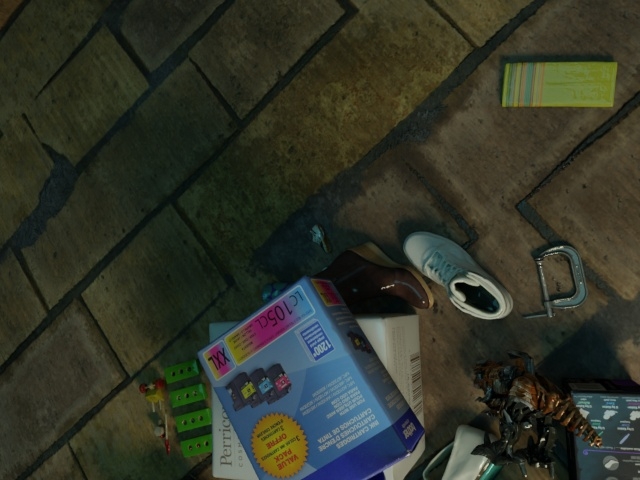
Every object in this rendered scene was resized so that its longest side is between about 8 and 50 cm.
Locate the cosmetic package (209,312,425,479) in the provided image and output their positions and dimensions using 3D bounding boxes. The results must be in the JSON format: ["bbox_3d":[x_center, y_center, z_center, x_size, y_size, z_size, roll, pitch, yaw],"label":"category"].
[{"bbox_3d":[0.006,0.332,1.177,0.393,0.327,0.330,-6,83,22],"label":"cosmetic package"}]

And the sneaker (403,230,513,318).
[{"bbox_3d":[0.297,0.068,1.176,0.292,0.169,0.108,37,100,22],"label":"sneaker"}]

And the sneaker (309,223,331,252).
[{"bbox_3d":[0.000,0.000,1.375,0.037,0.031,0.083,-35,68,29],"label":"sneaker"}]

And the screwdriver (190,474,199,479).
[{"bbox_3d":[-0.290,0.681,1.428,0.169,0.025,0.024,23,94,30],"label":"screwdriver"}]

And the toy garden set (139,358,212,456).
[{"bbox_3d":[-0.392,0.474,1.470,0.203,0.049,0.245,-19,79,17],"label":"toy garden set"}]

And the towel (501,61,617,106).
[{"bbox_3d":[0.541,-0.355,1.204,0.237,0.021,0.102,6,92,21],"label":"towel"}]

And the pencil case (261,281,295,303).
[{"bbox_3d":[-0.072,0.143,1.367,0.151,0.064,0.070,-4,67,21],"label":"pencil case"}]

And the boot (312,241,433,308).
[{"bbox_3d":[0.114,0.120,1.233,0.206,0.090,0.248,-32,55,-26],"label":"boot"}]

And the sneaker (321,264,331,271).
[{"bbox_3d":[0.057,0.100,1.324,0.135,0.058,0.052,28,95,22],"label":"sneaker"}]

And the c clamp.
[{"bbox_3d":[0.515,0.092,1.166,0.137,0.022,0.161,-5,83,21],"label":"c clamp"}]

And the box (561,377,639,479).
[{"bbox_3d":[0.567,0.420,1.035,0.143,0.165,0.271,-4,83,19],"label":"box"}]

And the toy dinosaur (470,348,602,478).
[{"bbox_3d":[0.401,0.336,1.047,0.164,0.322,0.219,12,88,1],"label":"toy dinosaur"}]

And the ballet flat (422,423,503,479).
[{"bbox_3d":[0.267,0.589,1.171,0.139,0.139,0.401,31,92,21],"label":"ballet flat"}]

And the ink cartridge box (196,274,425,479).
[{"bbox_3d":[-0.004,0.297,0.933,0.270,0.151,0.396,-37,75,15],"label":"ink cartridge box"}]
